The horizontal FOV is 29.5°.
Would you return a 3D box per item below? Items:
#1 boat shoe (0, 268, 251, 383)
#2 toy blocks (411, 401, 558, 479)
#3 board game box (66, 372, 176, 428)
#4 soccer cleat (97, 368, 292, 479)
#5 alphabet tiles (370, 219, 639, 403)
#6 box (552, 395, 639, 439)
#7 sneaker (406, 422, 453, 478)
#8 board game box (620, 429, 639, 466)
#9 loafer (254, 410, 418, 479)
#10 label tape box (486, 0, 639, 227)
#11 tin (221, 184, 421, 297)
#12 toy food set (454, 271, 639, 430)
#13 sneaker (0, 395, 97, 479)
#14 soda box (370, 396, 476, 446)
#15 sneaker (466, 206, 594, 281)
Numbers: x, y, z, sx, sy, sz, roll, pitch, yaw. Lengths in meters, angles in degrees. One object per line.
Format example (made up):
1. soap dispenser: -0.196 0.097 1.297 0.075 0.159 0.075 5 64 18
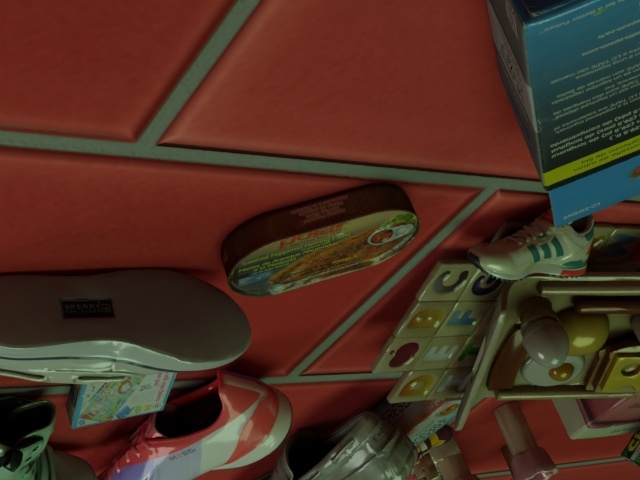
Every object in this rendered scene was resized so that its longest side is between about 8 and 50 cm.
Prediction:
1. boat shoe: -0.195 0.088 1.094 0.268 0.096 0.088 0 150 -33
2. toy blocks: 0.230 0.450 1.873 0.309 0.260 0.288 -22 153 2
3. board game box: -0.203 0.142 1.259 0.103 0.026 0.154 -8 150 -23
4. soccer cleat: -0.185 0.244 1.397 0.318 0.108 0.116 -32 133 22
5. alphabet tiles: 0.227 0.087 1.410 0.343 0.011 0.285 1 133 -36
6. box: 0.428 0.155 1.618 0.149 0.126 0.232 1 145 -37
7. sneaker: 0.115 0.305 1.719 0.186 0.084 0.069 -5 149 -29
8. board game box: 0.515 0.204 1.661 0.259 0.030 0.136 -56 -168 -4
9. loafer: -0.011 0.302 1.621 0.319 0.111 0.112 -30 -165 37
10. label tape box: 0.261 -0.161 0.944 0.241 0.106 0.333 -22 154 3
11. tin: 0.000 0.000 1.134 0.190 0.040 0.106 -16 156 -11
12. toy food set: 0.322 0.143 1.402 0.306 0.092 0.219 1 135 -11
13. sneaker: -0.298 0.234 1.289 0.151 0.094 0.256 -37 150 23
14. soda box: 0.125 0.226 1.604 0.058 0.063 0.183 1 146 -37
15. sneaker: 0.221 -0.003 1.260 0.161 0.057 0.075 0 115 -33
